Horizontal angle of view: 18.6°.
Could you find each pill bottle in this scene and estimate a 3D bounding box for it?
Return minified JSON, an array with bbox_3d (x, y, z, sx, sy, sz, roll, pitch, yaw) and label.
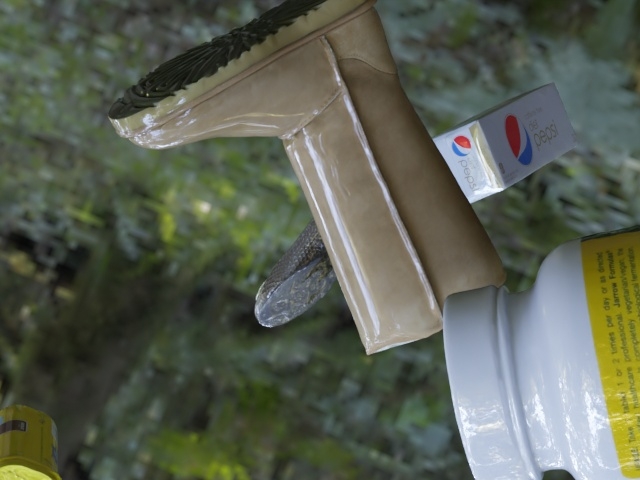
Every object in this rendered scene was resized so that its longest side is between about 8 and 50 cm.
[{"bbox_3d":[0.262,0.076,1.346,0.334,0.188,0.188,-11,177,11],"label":"pill bottle"}]

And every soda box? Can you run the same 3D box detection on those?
[{"bbox_3d":[0.181,-0.095,1.934,0.069,0.074,0.216,-21,-176,31],"label":"soda box"}]

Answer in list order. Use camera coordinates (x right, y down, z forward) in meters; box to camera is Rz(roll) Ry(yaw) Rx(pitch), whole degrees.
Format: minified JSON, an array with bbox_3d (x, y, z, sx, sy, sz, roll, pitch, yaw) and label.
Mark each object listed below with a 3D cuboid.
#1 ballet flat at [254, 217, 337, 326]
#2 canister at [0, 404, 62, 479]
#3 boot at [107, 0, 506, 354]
[{"bbox_3d":[0.000,0.000,2.331,0.084,0.250,0.058,14,-151,-50],"label":"ballet flat"},{"bbox_3d":[-0.287,0.234,1.801,0.073,0.126,0.170,22,-169,-12],"label":"canister"},{"bbox_3d":[-0.001,-0.033,1.442,0.089,0.236,0.269,20,136,64],"label":"boot"}]
